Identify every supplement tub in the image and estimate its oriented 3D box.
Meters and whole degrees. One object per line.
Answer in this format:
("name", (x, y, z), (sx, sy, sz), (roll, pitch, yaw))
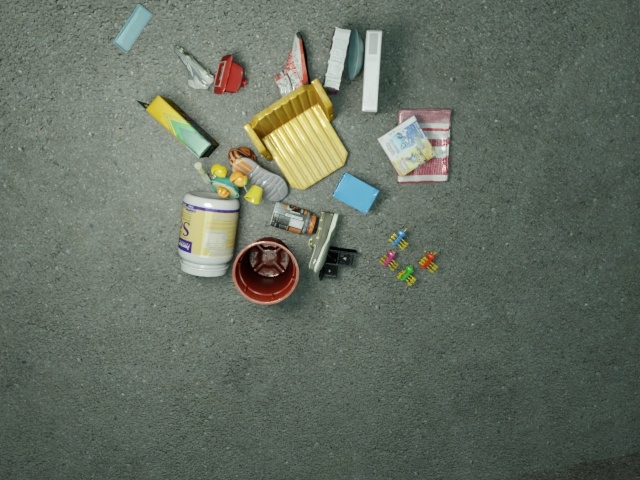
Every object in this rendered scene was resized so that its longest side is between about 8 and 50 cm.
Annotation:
("supplement tub", (-0.122, -0.096, 1.948), (0.191, 0.117, 0.116), (16, 101, -8))
("supplement tub", (-0.486, -0.032, 1.876), (0.241, 0.241, 0.331), (9, 101, -5))

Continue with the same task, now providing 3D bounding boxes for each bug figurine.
("bug figurine", (0.405, 0.079, 2.043), (0.279, 0.072, 0.216), (37, 104, -15))

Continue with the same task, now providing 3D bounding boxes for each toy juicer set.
("toy juicer set", (-0.413, -0.236, 1.782), (0.329, 0.209, 0.089), (15, 73, 26))

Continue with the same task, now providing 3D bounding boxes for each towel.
("towel", (0.465, -0.423, 1.953), (0.237, 0.037, 0.328), (-2, 103, -2))

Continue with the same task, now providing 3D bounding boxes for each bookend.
("bookend", (0.080, 0.115, 2.031), (0.156, 0.072, 0.157), (8, 102, -6))

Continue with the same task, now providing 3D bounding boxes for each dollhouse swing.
("dollhouse swing", (-0.073, -0.409, 1.808), (0.347, 0.315, 0.304), (-31, 88, 3))

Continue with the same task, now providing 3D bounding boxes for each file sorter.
("file sorter", (0.154, -0.216, 1.944), (0.170, 0.104, 0.118), (27, 100, -9))

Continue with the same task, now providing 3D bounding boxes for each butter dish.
("butter dish", (-0.366, -0.675, 1.804), (0.118, 0.160, 0.160), (11, 102, -30))

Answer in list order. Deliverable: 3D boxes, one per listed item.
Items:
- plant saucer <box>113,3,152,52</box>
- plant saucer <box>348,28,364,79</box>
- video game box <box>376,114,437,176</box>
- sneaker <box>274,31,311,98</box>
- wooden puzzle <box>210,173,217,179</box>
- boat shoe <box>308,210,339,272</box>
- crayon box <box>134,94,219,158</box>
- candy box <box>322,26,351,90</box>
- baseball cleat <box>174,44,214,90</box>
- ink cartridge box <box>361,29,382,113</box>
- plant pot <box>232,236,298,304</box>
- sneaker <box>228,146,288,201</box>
("plant saucer", (-0.772, -0.872, 1.785), (0.067, 0.018, 0.192), (37, 99, -11))
("plant saucer", (0.149, -0.761, 1.777), (0.038, 0.195, 0.194), (-1, 103, -7))
("video game box", (0.381, -0.415, 1.914), (0.187, 0.048, 0.205), (-33, 102, 10))
("sneaker", (-0.126, -0.727, 1.820), (0.145, 0.090, 0.269), (-7, 95, 10))
("wooden puzzle", (-0.462, -0.288, 1.940), (0.049, 0.006, 0.083), (37, 98, -10))
("boat shoe", (0.000, 0.002, 1.933), (0.091, 0.109, 0.304), (16, 64, 10))
("crayon box", (-0.580, -0.482, 1.788), (0.323, 0.203, 0.083), (42, 97, -11))
("candy box", (0.063, -0.738, 1.794), (0.071, 0.159, 0.233), (12, 102, -5))
("baseball cleat", (-0.545, -0.711, 1.808), (0.206, 0.072, 0.109), (42, 112, -2))
("ink cartridge box", (0.208, -0.669, 1.772), (0.066, 0.261, 0.296), (3, 102, 4))
("plant pot", (-0.232, 0.108, 1.911), (0.273, 0.265, 0.272), (-1, 102, -3))
("sneaker", (-0.272, -0.306, 1.892), (0.125, 0.180, 0.321), (-40, 136, 11))
